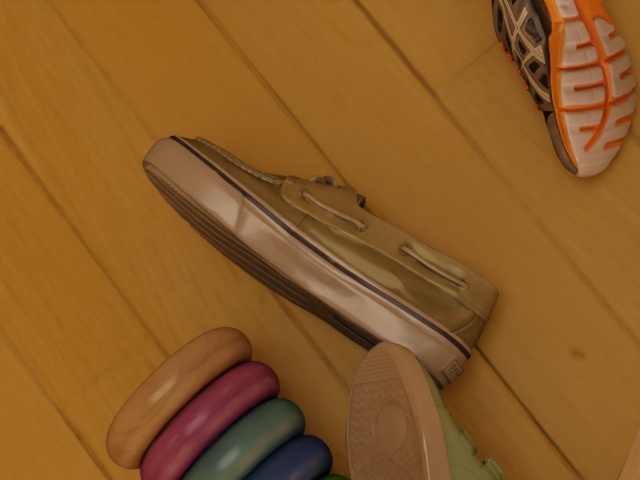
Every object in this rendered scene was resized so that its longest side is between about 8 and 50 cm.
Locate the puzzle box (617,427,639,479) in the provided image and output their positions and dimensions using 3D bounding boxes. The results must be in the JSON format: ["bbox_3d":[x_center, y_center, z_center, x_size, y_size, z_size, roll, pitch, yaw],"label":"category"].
[{"bbox_3d":[0.162,0.324,1.256,0.052,0.272,0.409,19,56,17],"label":"puzzle box"}]

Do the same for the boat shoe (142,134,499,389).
[{"bbox_3d":[0.000,0.000,1.541,0.302,0.109,0.094,35,77,8],"label":"boat shoe"}]

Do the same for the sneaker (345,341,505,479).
[{"bbox_3d":[0.117,0.192,1.460,0.094,0.151,0.256,-40,62,43],"label":"sneaker"}]

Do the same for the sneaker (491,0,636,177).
[{"bbox_3d":[0.180,-0.152,1.525,0.083,0.084,0.215,-14,87,49],"label":"sneaker"}]

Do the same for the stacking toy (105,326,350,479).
[{"bbox_3d":[-0.005,0.222,1.486,0.330,0.141,0.141,44,94,12],"label":"stacking toy"}]
